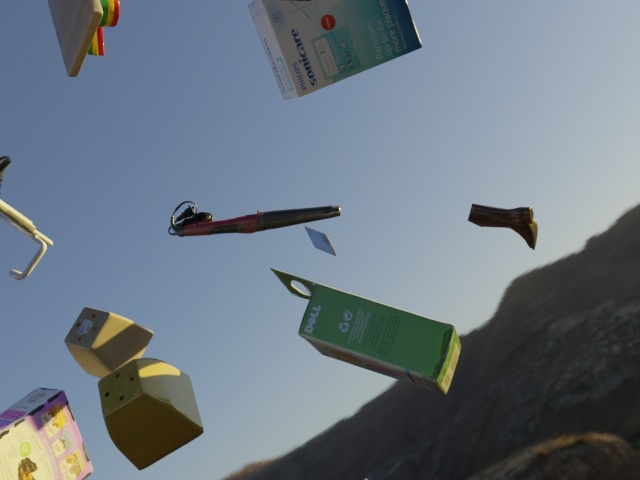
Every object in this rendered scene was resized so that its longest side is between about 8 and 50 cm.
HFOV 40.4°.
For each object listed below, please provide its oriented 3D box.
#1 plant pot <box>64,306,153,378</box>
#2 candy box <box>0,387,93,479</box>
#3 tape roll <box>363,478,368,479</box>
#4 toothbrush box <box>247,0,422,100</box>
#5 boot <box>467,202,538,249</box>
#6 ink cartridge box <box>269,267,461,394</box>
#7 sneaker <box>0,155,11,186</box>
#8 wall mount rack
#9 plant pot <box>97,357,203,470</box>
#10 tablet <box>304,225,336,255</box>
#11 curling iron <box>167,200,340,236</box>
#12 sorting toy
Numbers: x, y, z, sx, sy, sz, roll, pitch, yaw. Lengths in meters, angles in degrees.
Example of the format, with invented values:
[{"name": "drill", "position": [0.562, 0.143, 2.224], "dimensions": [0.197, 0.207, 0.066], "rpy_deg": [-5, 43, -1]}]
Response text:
[{"name": "plant pot", "position": [-0.382, 0.176, 1.532], "dimensions": [0.096, 0.109, 0.109], "rpy_deg": [52, -124, -45]}, {"name": "candy box", "position": [-0.477, 0.357, 1.396], "dimensions": [0.070, 0.165, 0.196], "rpy_deg": [-2, 21, 32]}, {"name": "tape roll", "position": [0.114, 0.564, 1.688], "dimensions": [0.080, 0.189, 0.189], "rpy_deg": [-34, -15, -7]}, {"name": "toothbrush box", "position": [0.029, -0.444, 1.804], "dimensions": [0.295, 0.216, 0.126], "rpy_deg": [-23, 12, -13]}, {"name": "boot", "position": [0.323, -0.025, 1.541], "dimensions": [0.037, 0.114, 0.106], "rpy_deg": [-65, -34, -39]}, {"name": "ink cartridge box", "position": [0.041, 0.100, 0.936], "dimensions": [0.109, 0.209, 0.062], "rpy_deg": [55, -126, -68]}, {"name": "sneaker", "position": [-0.537, -0.091, 1.425], "dimensions": [0.109, 0.043, 0.040], "rpy_deg": [-50, 18, 8]}, {"name": "wall mount rack", "position": [-0.712, -0.052, 1.719], "dimensions": [0.130, 0.304, 0.350], "rpy_deg": [-57, -36, -12]}, {"name": "plant pot", "position": [-0.181, 0.167, 0.886], "dimensions": [0.081, 0.081, 0.083], "rpy_deg": [-31, -46, 5]}, {"name": "tablet", "position": [0.000, 0.000, 1.669], "dimensions": [0.006, 0.054, 0.083], "rpy_deg": [-36, 27, -19]}, {"name": "curling iron", "position": [-0.105, -0.039, 1.356], "dimensions": [0.274, 0.068, 0.035], "rpy_deg": [-4, -39, 5]}, {"name": "sorting toy", "position": [-0.598, -0.594, 2.219], "dimensions": [0.089, 0.256, 0.257], "rpy_deg": [-6, -24, -34]}]
